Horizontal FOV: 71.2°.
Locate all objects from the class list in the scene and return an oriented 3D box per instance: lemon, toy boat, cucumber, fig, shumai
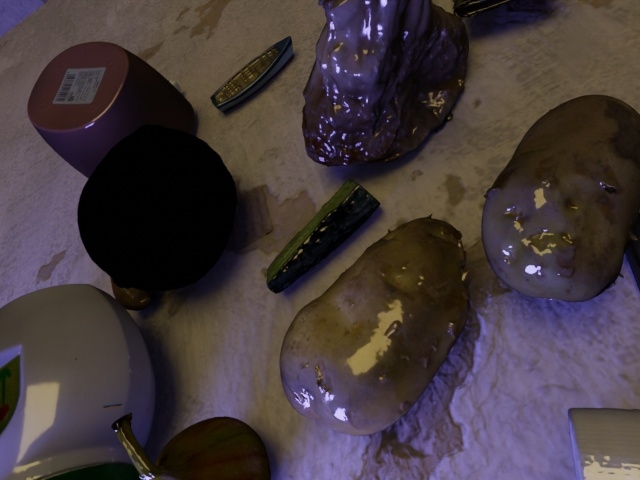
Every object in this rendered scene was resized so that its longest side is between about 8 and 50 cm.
[{"bbox_3d":[-0.268,-0.057,0.766,0.244,0.245,0.320,-7,51,26],"label":"lemon"},{"bbox_3d":[-0.149,-0.373,1.013,0.228,0.046,0.080,-37,50,4],"label":"toy boat"},{"bbox_3d":[0.002,0.001,0.703,0.211,0.062,0.078,-48,17,3],"label":"cucumber"},{"bbox_3d":[-0.137,0.279,0.532,0.142,0.186,0.148,-13,63,2],"label":"fig"},{"bbox_3d":[0.075,-0.291,0.689,0.346,0.283,0.217,-45,52,-2],"label":"shumai"}]

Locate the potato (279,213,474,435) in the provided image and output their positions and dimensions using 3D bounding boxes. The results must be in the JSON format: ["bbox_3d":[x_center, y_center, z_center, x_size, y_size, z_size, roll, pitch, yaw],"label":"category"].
[{"bbox_3d":[0.076,0.099,0.549,0.296,0.141,0.191,-53,35,-7],"label":"potato"}]

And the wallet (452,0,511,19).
[{"bbox_3d":[0.326,-0.515,0.804,0.168,0.044,0.317,-8,48,28],"label":"wallet"}]

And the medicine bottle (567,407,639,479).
[{"bbox_3d":[0.337,0.198,0.342,0.251,0.144,0.145,-4,60,24],"label":"medicine bottle"}]

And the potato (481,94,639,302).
[{"bbox_3d":[0.280,-0.048,0.509,0.164,0.165,0.262,19,60,36],"label":"potato"}]

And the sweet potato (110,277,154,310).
[{"bbox_3d":[-0.382,0.035,0.888,0.075,0.075,0.273,-37,47,5],"label":"sweet potato"}]

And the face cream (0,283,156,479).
[{"bbox_3d":[-0.388,0.258,0.657,0.312,0.219,0.357,-35,54,4],"label":"face cream"}]

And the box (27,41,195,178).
[{"bbox_3d":[-0.460,-0.275,0.983,0.300,0.216,0.302,-7,67,16],"label":"box"}]

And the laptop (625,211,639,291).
[{"bbox_3d":[0.415,0.042,0.473,0.135,0.016,0.197,-13,57,21],"label":"laptop"}]

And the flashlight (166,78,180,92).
[{"bbox_3d":[-0.423,-0.318,1.132,0.093,0.047,0.201,22,77,32],"label":"flashlight"}]
